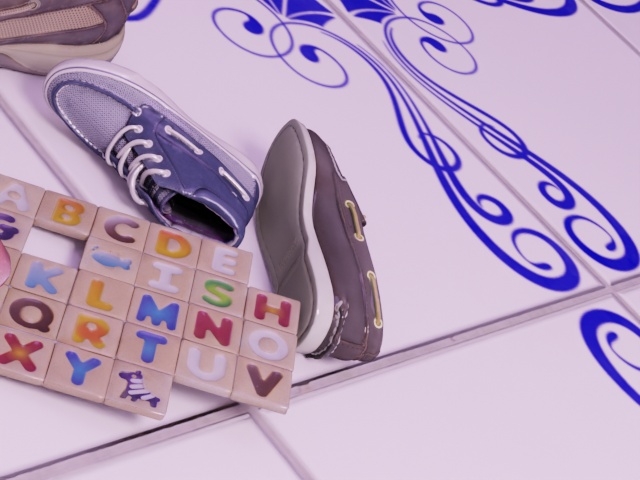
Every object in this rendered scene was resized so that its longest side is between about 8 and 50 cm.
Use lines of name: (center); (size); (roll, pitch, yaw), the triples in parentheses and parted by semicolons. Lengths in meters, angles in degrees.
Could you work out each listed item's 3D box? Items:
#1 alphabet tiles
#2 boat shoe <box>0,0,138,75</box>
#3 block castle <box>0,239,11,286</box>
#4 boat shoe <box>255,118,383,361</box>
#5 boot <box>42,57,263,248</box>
alphabet tiles: (-0.130, 0.044, 1.037); (0.237, 0.009, 0.198); (17, 34, -8)
boat shoe: (-0.280, -0.203, 1.155); (0.355, 0.130, 0.132); (-13, 54, -50)
block castle: (-0.336, 0.100, 0.514); (0.212, 0.303, 0.453); (64, 30, -18)
boat shoe: (0.000, 0.000, 1.183); (0.069, 0.081, 0.227); (17, 42, -25)
boot: (-0.130, -0.065, 1.159); (0.190, 0.069, 0.086); (29, 29, -10)
